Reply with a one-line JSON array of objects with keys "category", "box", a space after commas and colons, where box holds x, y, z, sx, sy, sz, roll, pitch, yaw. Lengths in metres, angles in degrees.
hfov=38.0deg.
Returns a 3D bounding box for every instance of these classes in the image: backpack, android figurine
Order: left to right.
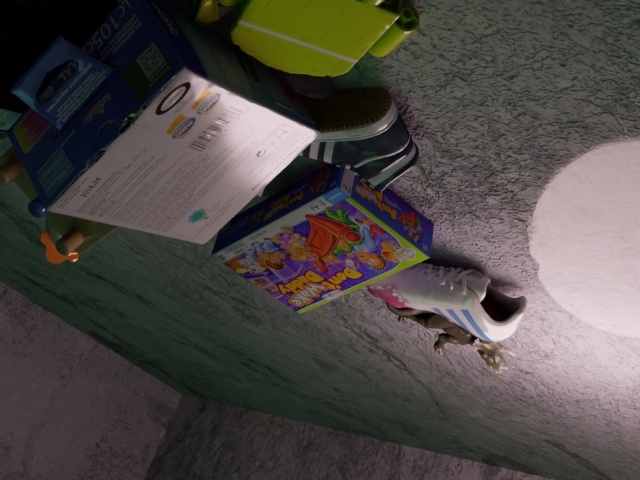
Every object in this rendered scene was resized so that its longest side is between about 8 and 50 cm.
[{"category": "backpack", "box": [-0.391, -0.271, 1.338, 0.356, 0.290, 0.273, 4, 169, -26]}, {"category": "android figurine", "box": [-0.010, -0.283, 1.148, 0.248, 0.056, 0.273, 14, 160, -17]}]

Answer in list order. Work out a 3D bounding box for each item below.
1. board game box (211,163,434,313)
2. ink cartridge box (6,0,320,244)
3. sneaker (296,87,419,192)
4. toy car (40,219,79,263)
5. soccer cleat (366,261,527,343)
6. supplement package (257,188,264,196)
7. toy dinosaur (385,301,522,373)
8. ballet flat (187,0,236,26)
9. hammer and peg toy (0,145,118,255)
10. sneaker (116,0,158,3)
[{"category": "board game box", "box": [0.000, 0.000, 1.706, 0.233, 0.078, 0.347, 35, 138, -28]}, {"category": "ink cartridge box", "box": [-0.217, -0.153, 1.243, 0.151, 0.270, 0.395, 56, -161, 23]}, {"category": "sneaker", "box": [0.019, -0.150, 1.440, 0.282, 0.099, 0.153, 2, 148, 38]}, {"category": "toy car", "box": [-0.541, -0.068, 2.008, 0.219, 0.237, 0.210, -1, 148, 45]}, {"category": "soccer cleat", "box": [0.241, 0.086, 1.785, 0.331, 0.116, 0.143, 23, 143, -6]}, {"category": "supplement package", "box": [-0.155, -0.169, 1.562, 0.179, 0.105, 0.105, 24, 160, -4]}, {"category": "toy dinosaur", "box": [0.268, 0.158, 1.936, 0.313, 0.121, 0.160, 39, 142, -25]}, {"category": "ballet flat", "box": [-0.128, -0.336, 1.196, 0.077, 0.077, 0.231, 11, 158, -7]}, {"category": "hammer and peg toy", "box": [-0.520, -0.158, 1.809, 0.266, 0.127, 0.361, -31, 103, 38]}, {"category": "sneaker", "box": [-0.331, -0.403, 1.166, 0.146, 0.122, 0.330, -3, 146, 46]}]
